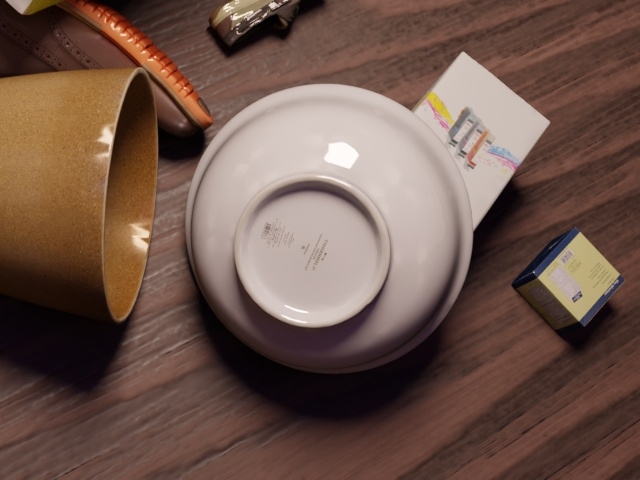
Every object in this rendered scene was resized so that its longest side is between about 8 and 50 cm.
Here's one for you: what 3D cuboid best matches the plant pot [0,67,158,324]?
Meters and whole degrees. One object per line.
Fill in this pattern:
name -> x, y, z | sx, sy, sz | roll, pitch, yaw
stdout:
plant pot -> -0.297, -0.051, 0.923 | 0.254, 0.237, 0.237 | 5, 73, 1

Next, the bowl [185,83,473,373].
bowl -> 0.000, 0.000, 0.950 | 0.298, 0.134, 0.298 | 1, 99, 6

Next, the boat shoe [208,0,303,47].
boat shoe -> -0.051, -0.262, 1.129 | 0.152, 0.056, 0.049 | -27, 88, -12

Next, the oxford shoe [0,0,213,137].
oxford shoe -> -0.278, -0.202, 1.027 | 0.364, 0.130, 0.132 | 35, 96, -7

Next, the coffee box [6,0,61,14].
coffee box -> -0.228, -0.474, 0.918 | 0.334, 0.338, 0.337 | 42, 37, -2

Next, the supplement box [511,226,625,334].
supplement box -> 0.281, 0.047, 1.133 | 0.083, 0.056, 0.083 | -43, 89, -22

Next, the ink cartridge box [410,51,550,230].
ink cartridge box -> 0.136, -0.087, 1.090 | 0.127, 0.128, 0.176 | 40, 68, -1
